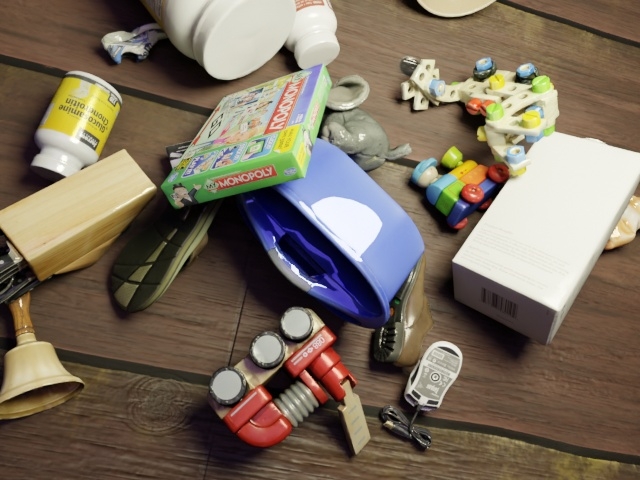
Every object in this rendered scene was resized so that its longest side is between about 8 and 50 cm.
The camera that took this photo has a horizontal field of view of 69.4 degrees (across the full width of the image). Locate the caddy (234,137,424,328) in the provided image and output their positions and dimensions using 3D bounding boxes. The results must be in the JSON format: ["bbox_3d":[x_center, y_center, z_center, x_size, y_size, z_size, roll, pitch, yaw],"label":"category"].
[{"bbox_3d":[0.000,0.000,0.777,0.341,0.241,0.179,45,65,4],"label":"caddy"}]

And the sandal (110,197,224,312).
[{"bbox_3d":[-0.240,0.000,0.798,0.120,0.086,0.303,33,83,30],"label":"sandal"}]

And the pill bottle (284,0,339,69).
[{"bbox_3d":[-0.039,-0.471,0.955,0.121,0.121,0.216,-16,79,-15],"label":"pill bottle"}]

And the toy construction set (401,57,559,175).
[{"bbox_3d":[0.331,-0.276,0.938,0.215,0.151,0.327,-43,56,-10],"label":"toy construction set"}]

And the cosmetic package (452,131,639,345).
[{"bbox_3d":[0.427,-0.019,0.871,0.197,0.155,0.365,29,68,33],"label":"cosmetic package"}]

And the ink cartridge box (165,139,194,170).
[{"bbox_3d":[-0.176,-0.152,0.882,0.207,0.046,0.097,-17,80,-15],"label":"ink cartridge box"}]

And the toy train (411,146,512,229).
[{"bbox_3d":[0.314,-0.143,0.959,0.248,0.105,0.143,-34,67,-27],"label":"toy train"}]

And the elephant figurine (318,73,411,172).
[{"bbox_3d":[0.031,-0.240,0.900,0.186,0.169,0.239,14,53,-37],"label":"elephant figurine"}]

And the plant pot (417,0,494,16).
[{"bbox_3d":[0.300,-0.703,1.040,0.256,0.256,0.274,-1,59,-11],"label":"plant pot"}]

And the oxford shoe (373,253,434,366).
[{"bbox_3d":[0.168,0.124,0.868,0.096,0.083,0.227,22,74,-22],"label":"oxford shoe"}]

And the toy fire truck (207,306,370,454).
[{"bbox_3d":[-0.030,0.269,0.761,0.217,0.158,0.246,-40,75,-18],"label":"toy fire truck"}]

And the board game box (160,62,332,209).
[{"bbox_3d":[-0.104,-0.182,0.760,0.213,0.046,0.317,-12,37,19],"label":"board game box"}]

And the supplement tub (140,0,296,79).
[{"bbox_3d":[-0.223,-0.495,0.857,0.241,0.241,0.331,-35,82,-17],"label":"supplement tub"}]

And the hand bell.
[{"bbox_3d":[-0.472,0.140,0.732,0.126,0.126,0.242,-22,68,-16],"label":"hand bell"}]

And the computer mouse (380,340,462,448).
[{"bbox_3d":[0.189,0.264,0.820,0.106,0.042,0.193,27,97,2],"label":"computer mouse"}]

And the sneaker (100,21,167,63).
[{"bbox_3d":[-0.354,-0.384,0.912,0.135,0.052,0.058,-26,99,-19],"label":"sneaker"}]

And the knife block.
[{"bbox_3d":[-0.411,-0.015,0.683,0.275,0.242,0.088,-42,86,16],"label":"knife block"}]

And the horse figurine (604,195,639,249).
[{"bbox_3d":[0.647,-0.057,1.009,0.263,0.066,0.174,-35,79,-18],"label":"horse figurine"}]

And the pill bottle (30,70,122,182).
[{"bbox_3d":[-0.431,-0.194,0.813,0.103,0.103,0.184,16,73,-6],"label":"pill bottle"}]
